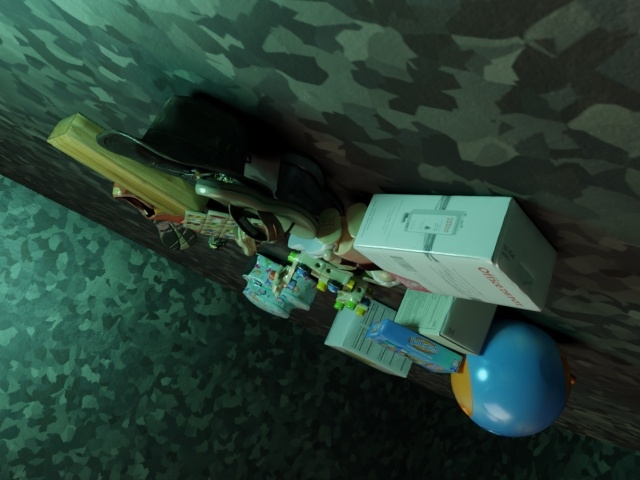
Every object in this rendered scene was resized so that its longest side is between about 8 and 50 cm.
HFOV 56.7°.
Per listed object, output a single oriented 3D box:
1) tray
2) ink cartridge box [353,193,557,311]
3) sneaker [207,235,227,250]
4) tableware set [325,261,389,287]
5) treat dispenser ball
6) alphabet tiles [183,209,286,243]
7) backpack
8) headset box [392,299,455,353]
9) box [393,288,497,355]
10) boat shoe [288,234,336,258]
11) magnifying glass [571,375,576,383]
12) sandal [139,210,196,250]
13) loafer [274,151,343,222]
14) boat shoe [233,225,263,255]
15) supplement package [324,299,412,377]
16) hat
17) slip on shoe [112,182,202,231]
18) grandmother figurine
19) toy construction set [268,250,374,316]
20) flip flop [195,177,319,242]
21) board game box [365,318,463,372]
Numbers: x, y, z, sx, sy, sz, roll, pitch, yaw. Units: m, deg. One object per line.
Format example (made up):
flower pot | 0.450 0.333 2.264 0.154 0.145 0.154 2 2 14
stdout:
tray | -0.528 -0.194 1.643 0.411 0.076 0.202 33 164 -34
ink cartridge box | 0.235 0.017 1.037 0.283 0.117 0.207 6 158 45
sneaker | -0.344 -0.006 2.004 0.067 0.078 0.188 25 165 -1
tableware set | 0.113 0.060 1.577 0.194 0.039 0.128 18 154 4
treat dispenser ball | 0.474 0.342 1.487 0.288 0.288 0.288 23 166 6
alphabet tiles | -0.254 -0.035 1.732 0.285 0.011 0.342 11 169 -13
backpack | -0.141 0.168 2.109 0.253 0.191 0.225 16 164 11
headset box | 0.389 0.309 1.867 0.293 0.110 0.218 18 164 24
box | 0.308 0.191 1.498 0.126 0.149 0.232 30 165 -18
boat shoe | 0.000 0.000 1.465 0.084 0.095 0.258 25 177 -19
magnifying glass | 0.703 0.383 1.800 0.231 0.026 0.092 35 162 -29
sandal | -0.519 -0.074 2.046 0.120 0.086 0.303 -17 136 7
loafer | -0.031 -0.072 1.213 0.109 0.095 0.302 20 165 20
boat shoe | -0.190 0.001 1.689 0.072 0.068 0.190 -9 169 5
supplement package | 0.192 0.339 2.119 0.262 0.198 0.199 28 166 -12
hat | -0.220 -0.179 1.074 0.331 0.134 0.331 18 177 1
slip on shoe | -0.505 -0.104 1.864 0.331 0.101 0.123 33 157 -35
grandmother figurine | 0.106 0.025 1.280 0.207 0.104 0.342 -1 161 27
toy construction set | 0.009 0.116 1.759 0.327 0.151 0.215 13 166 1
flip flop | -0.112 -0.040 1.059 0.112 0.080 0.277 5 170 37
board game box | 0.232 0.269 1.499 0.210 0.047 0.160 28 165 -4
